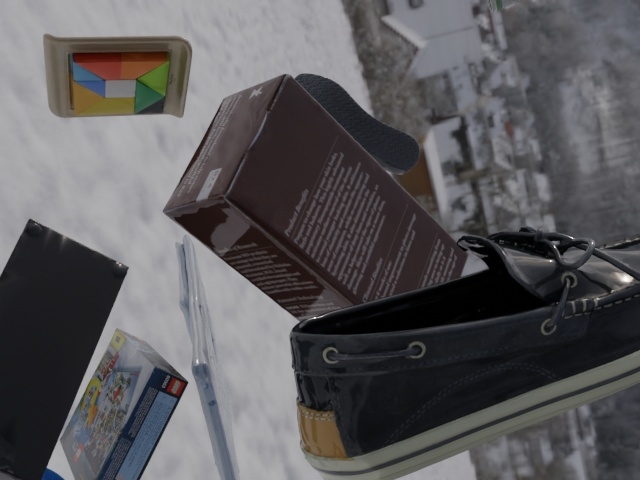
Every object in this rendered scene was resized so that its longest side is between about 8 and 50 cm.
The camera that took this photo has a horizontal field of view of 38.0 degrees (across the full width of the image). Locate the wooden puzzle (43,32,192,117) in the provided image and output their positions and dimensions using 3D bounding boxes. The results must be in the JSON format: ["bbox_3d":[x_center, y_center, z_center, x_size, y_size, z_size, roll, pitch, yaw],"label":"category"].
[{"bbox_3d":[-0.346,-0.270,1.587,0.221,0.238,0.044,115,-28,-61],"label":"wooden puzzle"}]

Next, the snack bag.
[{"bbox_3d":[-0.161,0.208,1.341,0.342,0.037,0.323,-110,-170,-58],"label":"snack bag"}]

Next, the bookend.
[{"bbox_3d":[-0.210,0.094,0.613,0.072,0.156,0.157,29,53,-18],"label":"bookend"}]

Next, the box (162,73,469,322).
[{"bbox_3d":[0.008,-0.007,1.183,0.381,0.143,0.191,43,57,-31],"label":"box"}]

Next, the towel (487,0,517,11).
[{"bbox_3d":[0.281,-0.385,1.241,0.023,0.152,0.113,57,-4,43],"label":"towel"}]

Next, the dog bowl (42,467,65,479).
[{"bbox_3d":[-0.520,0.521,1.579,0.166,0.074,0.297,43,28,-17],"label":"dog bowl"}]

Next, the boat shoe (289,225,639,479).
[{"bbox_3d":[0.199,0.059,0.861,0.187,0.500,0.156,-153,-138,-77],"label":"boat shoe"}]

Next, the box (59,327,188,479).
[{"bbox_3d":[-0.233,0.200,1.076,0.159,0.044,0.233,-64,-158,-5],"label":"box"}]

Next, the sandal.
[{"bbox_3d":[0.049,-0.190,1.600,0.097,0.254,0.054,-58,-173,-24],"label":"sandal"}]
